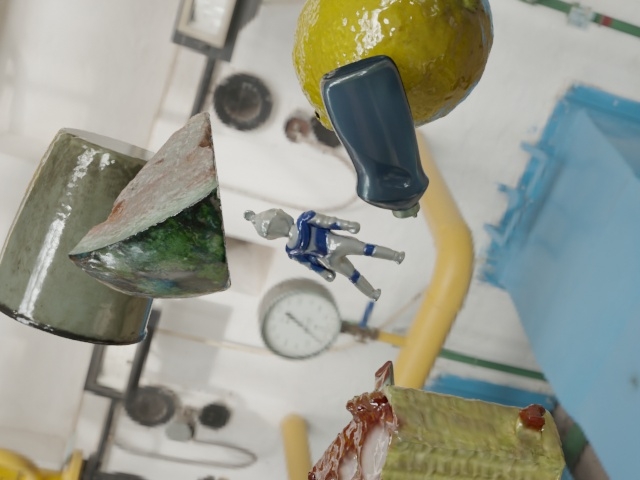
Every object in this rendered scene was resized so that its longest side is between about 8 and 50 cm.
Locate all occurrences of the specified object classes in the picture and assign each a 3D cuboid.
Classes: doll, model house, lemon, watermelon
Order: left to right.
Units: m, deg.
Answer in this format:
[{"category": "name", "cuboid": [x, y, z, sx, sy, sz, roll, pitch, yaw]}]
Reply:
[{"category": "watermelon", "cuboid": [-0.114, -0.018, 0.906, 0.202, 0.136, 0.207, -61, -29, -4]}, {"category": "doll", "cuboid": [0.000, 0.000, 1.291, 0.057, 0.227, 0.114, -74, 10, -49]}, {"category": "lemon", "cuboid": [0.089, -0.264, 1.224, 0.320, 0.245, 0.245, -21, 54, 50]}, {"category": "model house", "cuboid": [0.114, 0.243, 0.941, 0.160, 0.196, 0.254, -99, 28, -50]}]

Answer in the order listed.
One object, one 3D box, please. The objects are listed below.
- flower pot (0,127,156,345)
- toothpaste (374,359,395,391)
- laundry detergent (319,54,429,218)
[{"category": "flower pot", "cuboid": [-0.401, -0.013, 1.636, 0.293, 0.294, 0.330, -130, 60, -73]}, {"category": "toothpaste", "cuboid": [0.118, 0.328, 1.651, 0.062, 0.039, 0.239, -51, 29, 43]}, {"category": "laundry detergent", "cuboid": [0.073, -0.113, 1.099, 0.061, 0.097, 0.206, -113, 1, -67]}]
